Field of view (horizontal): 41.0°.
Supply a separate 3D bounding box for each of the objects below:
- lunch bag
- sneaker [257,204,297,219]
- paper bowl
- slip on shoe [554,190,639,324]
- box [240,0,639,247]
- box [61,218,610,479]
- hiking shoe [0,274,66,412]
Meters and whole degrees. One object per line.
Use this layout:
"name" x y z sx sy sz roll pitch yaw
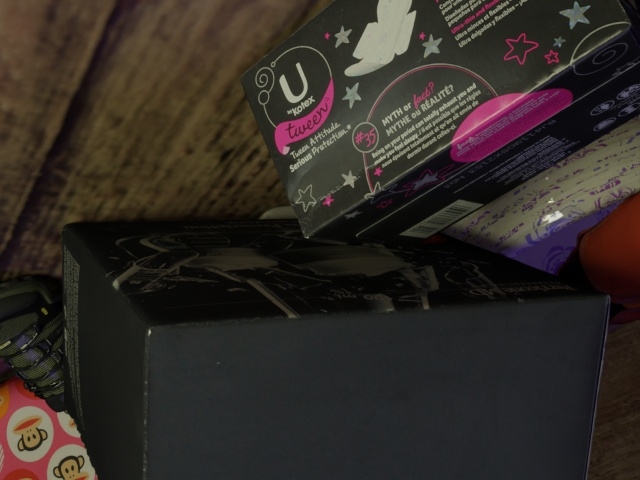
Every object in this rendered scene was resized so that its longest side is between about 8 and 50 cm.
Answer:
"lunch bag" -0.308 0.279 1.033 0.293 0.258 0.120 -25 160 9
"sneaker" 0.000 0.000 0.929 0.212 0.080 0.094 2 162 -37
"paper bowl" 0.261 -0.061 0.912 0.284 0.148 0.284 -20 160 -8
"slip on shoe" 0.286 0.014 0.749 0.101 0.123 0.331 -17 166 -5
"box" 0.098 -0.115 0.604 0.247 0.142 0.163 -32 160 29
"box" -0.011 0.094 0.690 0.343 0.179 0.312 -2 -166 -25
"hiking shoe" -0.264 0.107 0.839 0.086 0.114 0.227 -28 160 15
